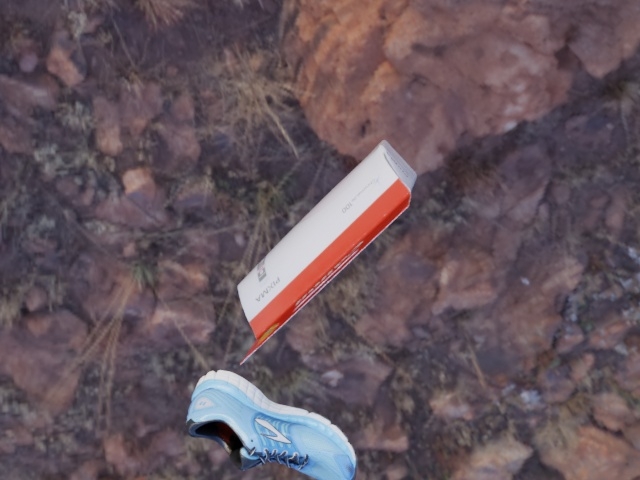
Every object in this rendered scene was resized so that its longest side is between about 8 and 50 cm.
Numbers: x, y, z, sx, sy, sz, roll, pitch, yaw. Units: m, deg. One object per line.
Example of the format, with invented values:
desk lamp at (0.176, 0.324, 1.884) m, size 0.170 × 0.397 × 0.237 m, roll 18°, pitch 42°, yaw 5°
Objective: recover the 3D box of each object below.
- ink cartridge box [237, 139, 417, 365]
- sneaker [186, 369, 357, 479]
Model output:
ink cartridge box at (0.000, 0.000, 0.829) m, size 0.189 × 0.232 × 0.066 m, roll -44°, pitch 87°, yaw 12°
sneaker at (-0.046, 0.181, 0.830) m, size 0.162 × 0.073 × 0.063 m, roll 24°, pitch 131°, yaw 4°
